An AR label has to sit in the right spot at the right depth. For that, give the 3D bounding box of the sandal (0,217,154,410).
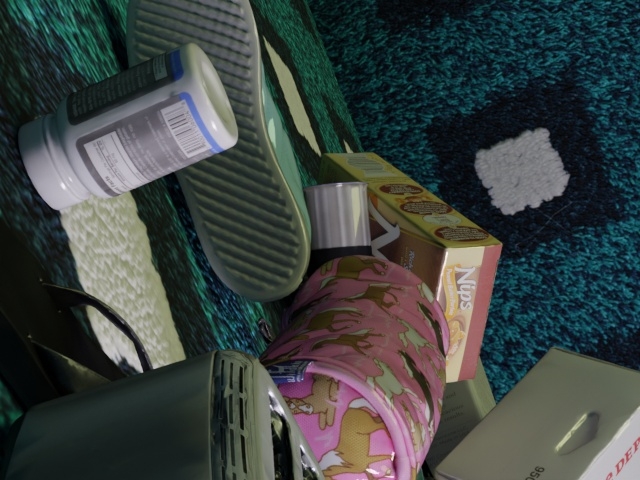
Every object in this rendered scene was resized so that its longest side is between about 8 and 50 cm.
[{"bbox_3d":[-0.143,0.064,0.760,0.097,0.054,0.254,-104,168,-45],"label":"sandal"}]

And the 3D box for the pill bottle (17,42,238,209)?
[{"bbox_3d":[-0.133,-0.076,0.910,0.078,0.137,0.078,-22,90,-81],"label":"pill bottle"}]

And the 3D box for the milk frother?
[{"bbox_3d":[0.000,0.000,1.573,0.143,0.129,0.135,53,32,-86],"label":"milk frother"}]

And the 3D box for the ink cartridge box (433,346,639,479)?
[{"bbox_3d":[0.302,0.378,1.654,0.285,0.166,0.395,-38,131,-39],"label":"ink cartridge box"}]

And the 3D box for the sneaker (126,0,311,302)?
[{"bbox_3d":[-0.102,-0.114,1.321,0.150,0.135,0.366,59,18,-87],"label":"sneaker"}]

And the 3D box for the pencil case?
[{"bbox_3d":[0.019,0.126,1.158,0.167,0.160,0.386,54,16,-3],"label":"pencil case"}]

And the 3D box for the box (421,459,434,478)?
[{"bbox_3d":[0.058,0.251,1.508,0.322,0.079,0.257,-79,144,-75],"label":"box"}]

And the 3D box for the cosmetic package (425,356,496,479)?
[{"bbox_3d":[0.162,0.237,1.916,0.453,0.161,0.230,-103,167,-45],"label":"cosmetic package"}]

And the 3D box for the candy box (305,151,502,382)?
[{"bbox_3d":[0.094,0.026,1.658,0.316,0.087,0.183,42,-50,54],"label":"candy box"}]

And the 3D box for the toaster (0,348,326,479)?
[{"bbox_3d":[-0.076,0.152,0.642,0.227,0.146,0.129,-97,162,-62],"label":"toaster"}]

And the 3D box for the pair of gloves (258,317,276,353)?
[{"bbox_3d":[-0.046,0.124,1.395,0.083,0.010,0.074,-105,169,-47],"label":"pair of gloves"}]

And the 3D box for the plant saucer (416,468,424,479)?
[{"bbox_3d":[0.078,0.211,1.402,0.119,0.021,0.119,-23,90,-82],"label":"plant saucer"}]

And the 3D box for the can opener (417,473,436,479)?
[{"bbox_3d":[0.146,0.333,1.409,0.059,0.073,0.186,44,15,-52],"label":"can opener"}]
